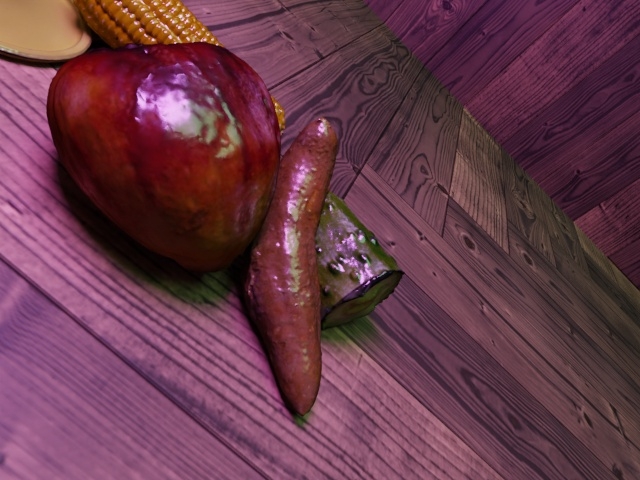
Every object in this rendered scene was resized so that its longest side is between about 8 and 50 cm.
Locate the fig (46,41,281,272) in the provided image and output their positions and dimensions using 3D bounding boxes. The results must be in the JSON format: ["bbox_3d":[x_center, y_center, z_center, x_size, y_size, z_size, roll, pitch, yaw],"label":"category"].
[{"bbox_3d":[-0.153,-0.101,0.526,0.263,0.224,0.224,50,32,3],"label":"fig"}]

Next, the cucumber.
[{"bbox_3d":[0.002,-0.002,0.690,0.134,0.134,0.244,-1,48,-50],"label":"cucumber"}]

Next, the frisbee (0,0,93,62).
[{"bbox_3d":[-0.410,-0.312,0.615,0.236,0.017,0.236,30,37,-25],"label":"frisbee"}]

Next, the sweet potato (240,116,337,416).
[{"bbox_3d":[-0.043,0.025,0.584,0.092,0.114,0.342,21,70,-56],"label":"sweet potato"}]

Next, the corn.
[{"bbox_3d":[-0.200,-0.265,0.720,0.363,0.120,0.120,41,33,-20],"label":"corn"}]
